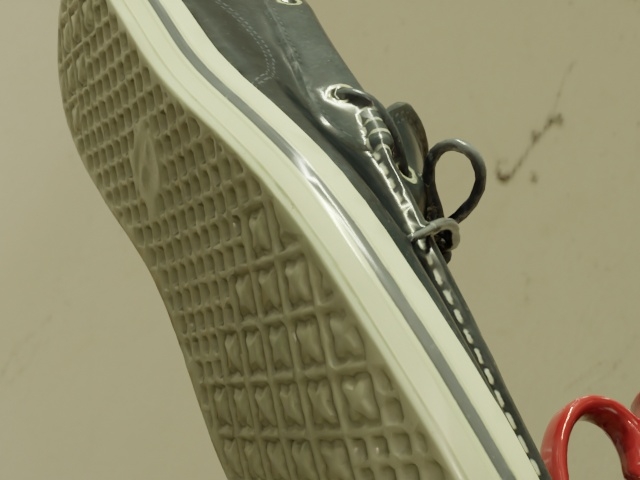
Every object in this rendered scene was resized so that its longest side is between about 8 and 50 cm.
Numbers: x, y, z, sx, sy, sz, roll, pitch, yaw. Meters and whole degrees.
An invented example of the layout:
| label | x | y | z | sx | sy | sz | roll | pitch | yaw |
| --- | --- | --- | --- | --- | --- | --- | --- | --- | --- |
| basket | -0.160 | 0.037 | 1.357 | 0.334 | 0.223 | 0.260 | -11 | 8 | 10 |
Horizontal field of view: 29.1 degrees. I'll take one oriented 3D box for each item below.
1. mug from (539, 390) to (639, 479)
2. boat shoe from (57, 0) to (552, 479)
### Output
| label | x | y | z | sx | sy | sz | roll | pitch | yaw |
| --- | --- | --- | --- | --- | --- | --- | --- | --- | --- |
| mug | 0.181 | 0.162 | 0.616 | 0.150 | 0.169 | 0.113 | 7 | -37 | 19 |
| boat shoe | 0.000 | 0.000 | 0.642 | 0.156 | 0.500 | 0.187 | -6 | -49 | -28 |
